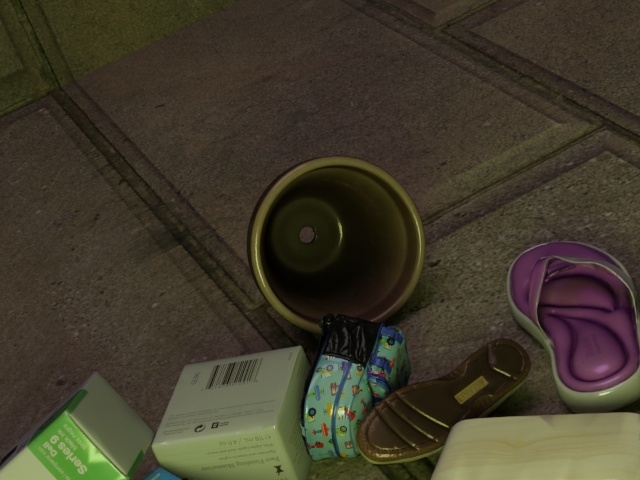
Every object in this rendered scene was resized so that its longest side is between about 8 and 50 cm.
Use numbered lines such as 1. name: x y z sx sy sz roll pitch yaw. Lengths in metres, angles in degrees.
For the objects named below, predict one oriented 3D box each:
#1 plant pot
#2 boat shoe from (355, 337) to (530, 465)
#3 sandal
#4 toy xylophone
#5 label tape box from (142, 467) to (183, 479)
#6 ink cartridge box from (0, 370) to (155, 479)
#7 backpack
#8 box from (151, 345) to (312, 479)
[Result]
1. plant pot: 0.000 0.000 2.428 0.263 0.263 0.229 -27 11 -11
2. boat shoe: 0.156 0.223 2.066 0.257 0.095 0.095 -25 67 -19
3. sandal: 0.348 0.081 2.158 0.169 0.102 0.416 -21 28 1
4. toy xylophone: 0.251 0.290 1.879 0.322 0.081 0.236 0 36 34
5. label tape box: -0.167 0.419 1.916 0.240 0.106 0.333 -37 29 -27
6. ink cartridge box: -0.365 0.323 2.050 0.289 0.121 0.211 -42 5 8
7. backpack: 0.040 0.204 2.109 0.117 0.158 0.173 9 51 16
8. box: -0.104 0.249 2.158 0.181 0.119 0.182 -11 30 19
